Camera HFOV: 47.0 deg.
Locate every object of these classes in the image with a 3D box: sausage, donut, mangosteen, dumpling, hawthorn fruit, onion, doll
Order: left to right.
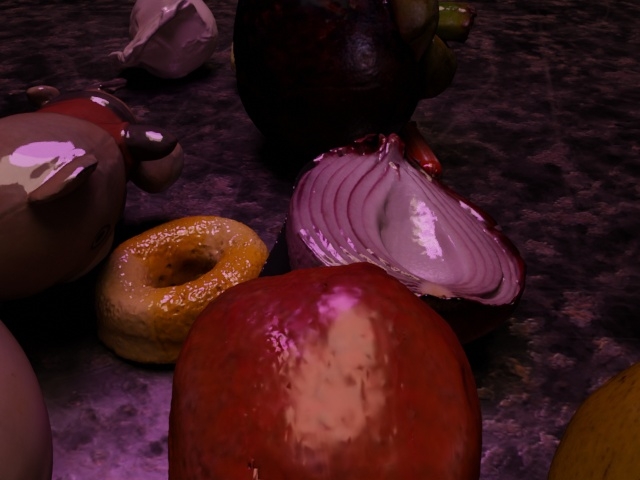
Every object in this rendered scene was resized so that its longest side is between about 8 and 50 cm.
[{"bbox_3d":[-0.257,-0.060,0.714,0.235,0.174,0.330,-26,18,15],"label":"doll"},{"bbox_3d":[-0.270,-0.341,1.247,0.193,0.147,0.258,-36,10,4],"label":"dumpling"},{"bbox_3d":[-0.130,0.039,0.721,0.190,0.074,0.174,-18,38,-26],"label":"donut"},{"bbox_3d":[0.002,0.145,0.459,0.211,0.211,0.299,1,43,-1],"label":"hawthorn fruit"},{"bbox_3d":[0.031,-0.247,0.972,0.300,0.300,0.300,1,33,-1],"label":"mangosteen"},{"bbox_3d":[0.070,0.001,0.731,0.227,0.120,0.283,15,38,-12],"label":"onion"},{"bbox_3d":[0.133,-0.114,0.991,0.048,0.050,0.145,34,20,-28],"label":"sausage"}]

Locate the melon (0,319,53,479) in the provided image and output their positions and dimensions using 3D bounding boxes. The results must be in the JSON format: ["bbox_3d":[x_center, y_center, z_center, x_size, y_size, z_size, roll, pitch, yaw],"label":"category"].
[{"bbox_3d":[-0.301,0.116,0.461,0.223,0.223,0.317,-26,45,-35],"label":"melon"}]

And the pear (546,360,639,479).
[{"bbox_3d":[0.254,0.171,0.365,0.294,0.294,0.294,1,33,-1],"label":"pear"}]

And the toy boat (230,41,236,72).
[{"bbox_3d":[-0.011,-0.289,1.229,0.276,0.084,0.111,-4,36,-3],"label":"toy boat"}]

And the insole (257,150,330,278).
[{"bbox_3d":[0.000,0.000,0.779,0.009,0.119,0.348,-32,21,33],"label":"insole"}]
